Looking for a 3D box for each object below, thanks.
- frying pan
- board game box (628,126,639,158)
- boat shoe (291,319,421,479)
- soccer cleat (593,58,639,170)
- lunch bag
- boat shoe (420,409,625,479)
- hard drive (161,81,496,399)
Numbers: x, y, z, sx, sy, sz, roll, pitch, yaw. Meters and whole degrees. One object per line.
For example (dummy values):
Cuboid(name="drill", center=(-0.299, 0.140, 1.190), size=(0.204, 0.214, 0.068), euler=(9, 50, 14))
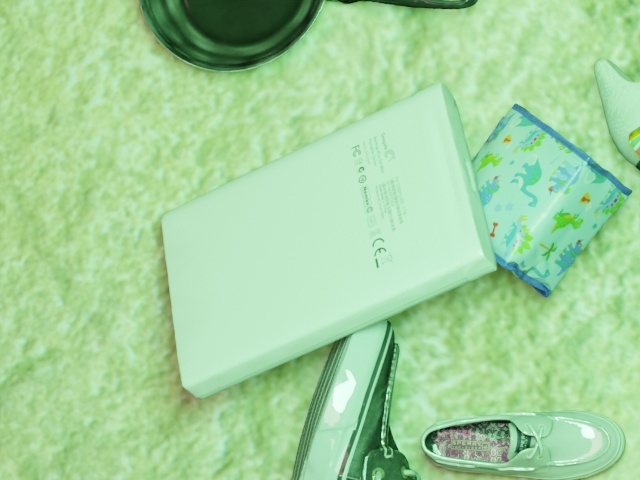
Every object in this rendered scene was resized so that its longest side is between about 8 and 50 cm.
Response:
Cuboid(name="frying pan", center=(-0.021, -0.273, 1.847), size=(0.326, 0.053, 0.197), euler=(-14, 80, 12))
Cuboid(name="board game box", center=(0.391, -0.019, 1.653), size=(0.124, 0.039, 0.259), euler=(-34, 101, 19))
Cuboid(name="boat shoe", center=(0.035, 0.232, 1.748), size=(0.119, 0.121, 0.335), euler=(14, 87, -4))
Cuboid(name="soccer cleat", center=(0.395, -0.183, 1.682), size=(0.331, 0.116, 0.143), euler=(-30, 80, 11))
Cuboid(name="lunch bag", center=(0.185, -0.042, 1.740), size=(0.129, 0.096, 0.151), euler=(-52, 44, 4))
Cuboid(name="boat shoe", center=(0.180, 0.181, 1.727), size=(0.184, 0.063, 0.066), euler=(4, 84, 17))
Cuboid(name="hard drive", center=(0.000, 0.000, 1.754), size=(0.308, 0.040, 0.203), euler=(-25, 52, 19))
